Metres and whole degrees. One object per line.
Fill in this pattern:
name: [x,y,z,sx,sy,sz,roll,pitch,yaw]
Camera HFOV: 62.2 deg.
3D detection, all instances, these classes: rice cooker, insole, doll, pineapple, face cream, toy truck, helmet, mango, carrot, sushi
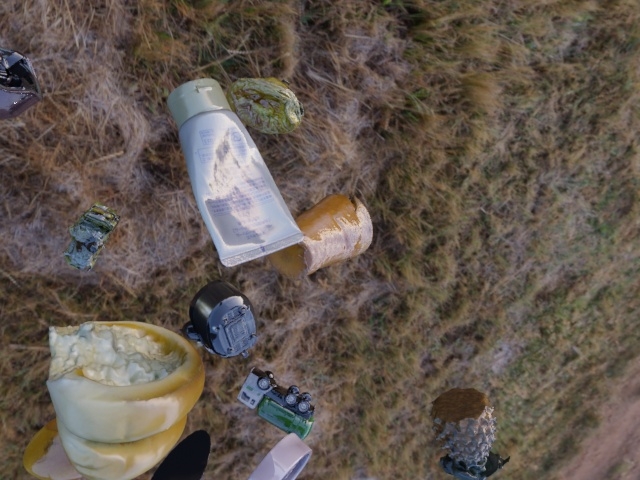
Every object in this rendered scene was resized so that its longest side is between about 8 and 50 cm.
rice cooker: [-0.186,0.155,1.032,0.112,0.106,0.165,-34,130,-28]
insole: [-0.282,0.467,0.887,0.007,0.109,0.322,48,63,-40]
doll: [-0.296,0.239,1.459,0.179,0.102,0.089,-4,148,-12]
pineapple: [0.263,0.402,0.939,0.130,0.119,0.277,-35,117,-45]
face cream: [-0.113,-0.082,0.642,0.114,0.224,0.070,-20,170,-34]
toy truck: [-0.124,0.480,1.564,0.242,0.101,0.125,31,90,3]
helmet: [-0.888,-0.438,1.339,0.197,0.271,0.338,-37,144,7]
mango: [-0.623,0.516,1.322,0.252,0.126,0.154,-19,94,1]
carrot: [0.000,0.000,1.383,0.254,0.196,0.196,-34,147,-50]
sushi: [-0.771,-0.012,1.746,0.139,0.131,0.291,31,132,-18]

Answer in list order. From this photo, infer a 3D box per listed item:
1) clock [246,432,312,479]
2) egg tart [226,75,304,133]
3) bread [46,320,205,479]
clock: [-0.109,0.594,1.361,0.197,0.068,0.197,-44,158,-23]
egg tart: [-0.157,-0.408,1.565,0.241,0.106,0.241,14,156,6]
bread: [-0.425,0.304,1.096,0.329,0.424,0.245,25,91,-21]
